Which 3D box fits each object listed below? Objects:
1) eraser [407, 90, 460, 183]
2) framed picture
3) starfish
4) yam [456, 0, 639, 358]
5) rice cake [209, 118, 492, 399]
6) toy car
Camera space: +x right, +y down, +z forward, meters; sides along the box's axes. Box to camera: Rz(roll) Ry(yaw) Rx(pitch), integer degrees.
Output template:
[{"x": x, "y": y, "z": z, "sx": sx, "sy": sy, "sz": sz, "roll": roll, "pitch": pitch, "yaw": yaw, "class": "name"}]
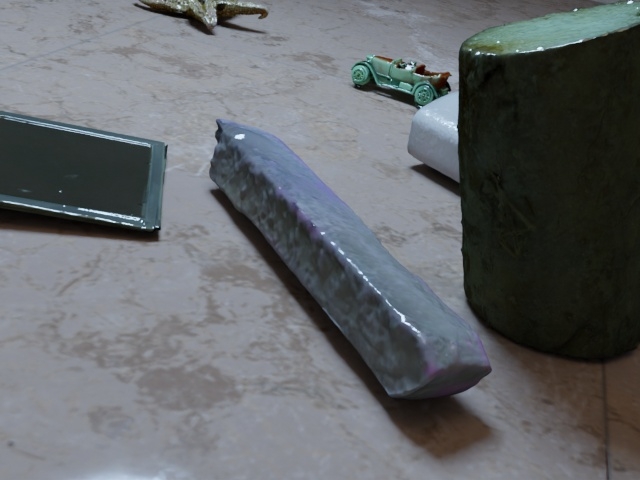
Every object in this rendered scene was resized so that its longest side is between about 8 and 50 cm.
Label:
[{"x": 0.248, "y": -0.080, "z": 0.912, "sx": 0.174, "sy": 0.095, "sz": 0.270, "roll": -13, "pitch": 34, "yaw": -36, "class": "eraser"}, {"x": -0.267, "y": -0.072, "z": 0.751, "sx": 0.252, "sy": 0.014, "sz": 0.197, "roll": 10, "pitch": 26, "yaw": -14, "class": "framed picture"}, {"x": -0.204, "y": -0.406, "z": 1.436, "sx": 0.240, "sy": 0.043, "sz": 0.227, "roll": 9, "pitch": 24, "yaw": 2, "class": "starfish"}, {"x": 0.186, "y": -0.048, "z": 0.655, "sx": 0.161, "sy": 0.268, "sz": 0.161, "roll": -5, "pitch": 28, "yaw": 3, "class": "yam"}, {"x": 0.000, "y": 0.001, "z": 0.680, "sx": 0.070, "sy": 0.064, "sz": 0.399, "roll": 7, "pitch": 25, "yaw": -32, "class": "rice cake"}, {"x": 0.118, "y": -0.238, "z": 1.216, "sx": 0.143, "sy": 0.054, "sz": 0.073, "roll": 24, "pitch": 28, "yaw": 21, "class": "toy car"}]
